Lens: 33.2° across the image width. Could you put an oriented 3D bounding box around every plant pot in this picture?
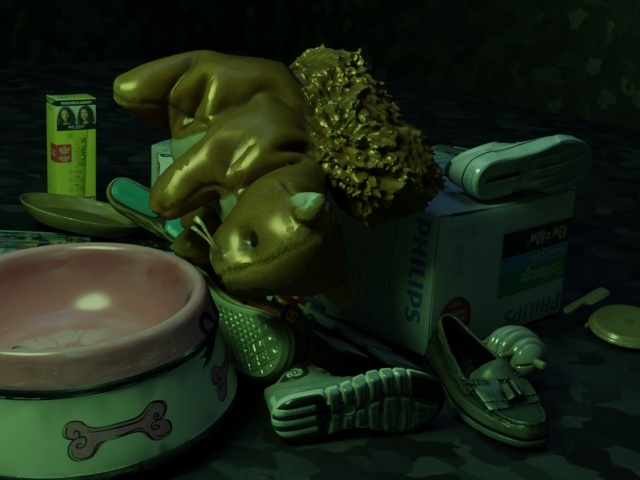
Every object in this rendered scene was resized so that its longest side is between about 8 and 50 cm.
[{"bbox_3d":[-0.444,-0.045,2.006,0.236,0.032,0.236,13,9,-2],"label":"plant pot"}]

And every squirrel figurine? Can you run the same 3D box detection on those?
[{"bbox_3d":[-0.030,-0.089,1.420,0.396,0.281,0.370,-23,38,-11],"label":"squirrel figurine"}]

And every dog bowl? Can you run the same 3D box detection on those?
[{"bbox_3d":[-0.305,0.127,1.313,0.407,0.150,0.408,0,22,0],"label":"dog bowl"}]

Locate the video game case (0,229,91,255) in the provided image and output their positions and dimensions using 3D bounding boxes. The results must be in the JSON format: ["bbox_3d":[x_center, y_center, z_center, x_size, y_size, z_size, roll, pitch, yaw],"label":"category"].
[{"bbox_3d":[-0.512,0.022,1.861,0.201,0.023,0.183,2,18,-2],"label":"video game case"}]

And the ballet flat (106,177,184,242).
[{"bbox_3d":[-0.286,-0.041,1.969,0.232,0.080,0.073,32,-24,-4],"label":"ballet flat"}]

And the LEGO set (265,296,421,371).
[{"bbox_3d":[0.015,0.106,1.499,0.244,0.060,0.182,24,4,-42],"label":"LEGO set"}]

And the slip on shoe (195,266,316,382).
[{"bbox_3d":[-0.136,0.118,1.526,0.331,0.123,0.101,21,2,42],"label":"slip on shoe"}]

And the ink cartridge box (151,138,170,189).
[{"bbox_3d":[-0.249,-0.137,2.243,0.176,0.128,0.127,12,19,25],"label":"ink cartridge box"}]

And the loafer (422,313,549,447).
[{"bbox_3d":[0.212,0.181,1.424,0.096,0.084,0.267,-4,19,-23],"label":"loafer"}]

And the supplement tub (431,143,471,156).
[{"bbox_3d":[0.299,-0.078,2.077,0.316,0.194,0.193,14,20,30],"label":"supplement tub"}]

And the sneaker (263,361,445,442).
[{"bbox_3d":[0.035,0.187,1.371,0.228,0.086,0.132,-3,17,-18],"label":"sneaker"}]

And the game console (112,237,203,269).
[{"bbox_3d":[-0.248,-0.009,1.770,0.250,0.173,0.293,5,17,2],"label":"game console"}]

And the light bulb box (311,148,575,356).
[{"bbox_3d":[0.161,-0.002,1.756,0.357,0.225,0.361,-12,23,-43],"label":"light bulb box"}]

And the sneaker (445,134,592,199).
[{"bbox_3d":[0.306,-0.123,1.647,0.258,0.094,0.091,-7,27,-33],"label":"sneaker"}]

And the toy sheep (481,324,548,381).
[{"bbox_3d":[0.272,0.161,1.503,0.091,0.091,0.132,-4,16,-25],"label":"toy sheep"}]

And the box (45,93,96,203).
[{"bbox_3d":[-0.491,-0.170,2.116,0.087,0.232,0.058,-6,20,-32],"label":"box"}]

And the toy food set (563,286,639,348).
[{"bbox_3d":[0.489,0.143,1.702,0.132,0.039,0.192,-20,34,-38],"label":"toy food set"}]

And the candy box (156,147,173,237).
[{"bbox_3d":[-0.205,-0.081,2.016,0.196,0.165,0.070,7,17,7],"label":"candy box"}]
